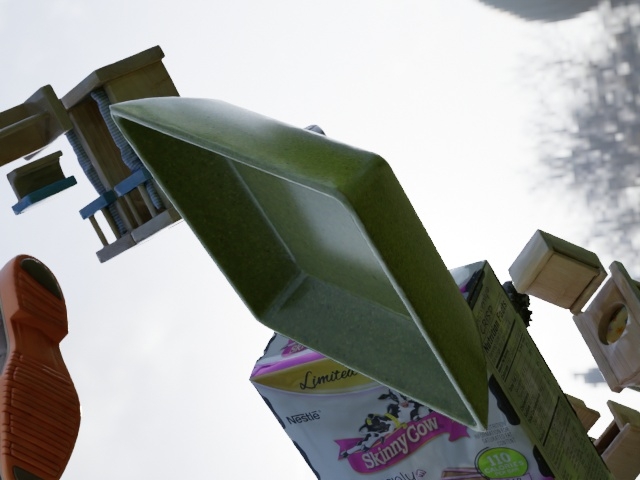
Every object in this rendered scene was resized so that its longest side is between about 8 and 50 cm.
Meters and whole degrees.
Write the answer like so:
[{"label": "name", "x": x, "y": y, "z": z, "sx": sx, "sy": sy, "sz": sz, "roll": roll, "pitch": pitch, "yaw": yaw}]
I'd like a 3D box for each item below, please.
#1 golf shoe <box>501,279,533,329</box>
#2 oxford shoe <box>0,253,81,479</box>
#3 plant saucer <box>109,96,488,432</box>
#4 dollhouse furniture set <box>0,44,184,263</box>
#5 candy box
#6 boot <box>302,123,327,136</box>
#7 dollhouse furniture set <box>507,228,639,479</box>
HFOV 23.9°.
[{"label": "golf shoe", "x": 0.168, "y": 0.118, "z": 1.576, "sx": 0.077, "sy": 0.093, "sz": 0.198, "roll": -55, "pitch": -25, "yaw": -49}, {"label": "oxford shoe", "x": -0.395, "y": 0.190, "z": 1.926, "sx": 0.130, "sy": 0.132, "sz": 0.364, "roll": 41, "pitch": -152, "yaw": -38}, {"label": "plant saucer", "x": 0.000, "y": 0.000, "z": 0.785, "sx": 0.045, "sy": 0.188, "sz": 0.188, "roll": -49, "pitch": -47, "yaw": -18}, {"label": "dollhouse furniture set", "x": -0.192, "y": -0.042, "z": 1.141, "sx": 0.183, "sy": 0.129, "sz": 0.129, "roll": -28, "pitch": -89, "yaw": -38}, {"label": "candy box", "x": 0.083, "y": 0.138, "z": 0.969, "sx": 0.233, "sy": 0.159, "sz": 0.071, "roll": 58, "pitch": -145, "yaw": -22}, {"label": "boot", "x": -0.001, "y": -0.040, "z": 1.815, "sx": 0.085, "sy": 0.236, "sz": 0.179, "roll": -40, "pitch": -81, "yaw": -18}, {"label": "dollhouse furniture set", "x": 0.203, "y": 0.109, "z": 1.115, "sx": 0.181, "sy": 0.161, "sz": 0.101, "roll": 21, "pitch": -154, "yaw": -24}]
